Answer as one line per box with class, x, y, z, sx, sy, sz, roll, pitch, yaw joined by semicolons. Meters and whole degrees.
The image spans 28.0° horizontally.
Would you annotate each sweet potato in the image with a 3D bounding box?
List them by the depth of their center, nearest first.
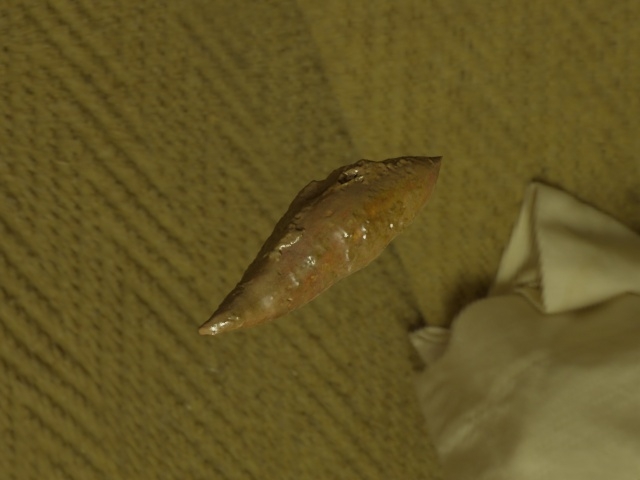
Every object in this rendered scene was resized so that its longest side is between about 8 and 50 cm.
sweet potato;0.000;0.000;0.846;0.206;0.060;0.068;-41;90;-20
